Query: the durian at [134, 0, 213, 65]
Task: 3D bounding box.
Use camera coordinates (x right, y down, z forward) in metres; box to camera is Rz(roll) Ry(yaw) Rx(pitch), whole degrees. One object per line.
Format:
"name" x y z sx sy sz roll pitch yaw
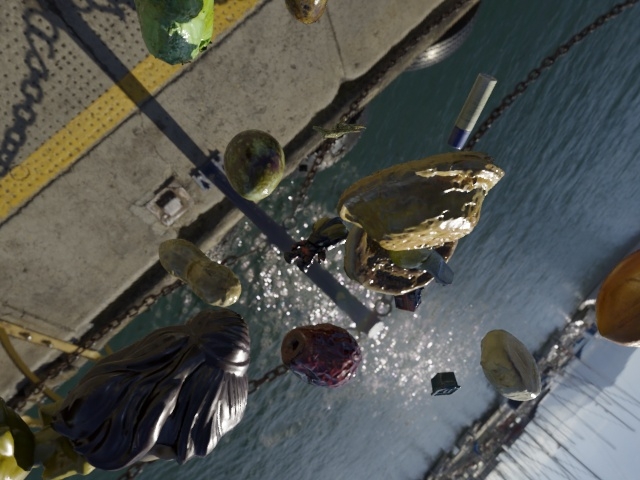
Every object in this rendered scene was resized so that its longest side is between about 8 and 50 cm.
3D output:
"durian" -0.366 -0.596 1.104 0.204 0.256 0.340 -2 157 -23

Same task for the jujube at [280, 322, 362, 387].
"jujube" 0.008 0.343 1.306 0.197 0.197 0.290 -52 136 6

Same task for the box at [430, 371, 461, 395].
"box" 0.384 0.445 1.342 0.074 0.054 0.099 -1 148 -5

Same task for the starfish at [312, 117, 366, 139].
"starfish" 0.071 -0.447 1.735 0.217 0.223 0.050 -59 151 -42

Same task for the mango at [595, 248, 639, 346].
"mango" 0.682 0.112 0.888 0.256 0.188 0.138 -26 176 7

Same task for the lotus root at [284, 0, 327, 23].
"lotus root" -0.031 -0.583 0.983 0.120 0.120 0.209 -38 169 -15

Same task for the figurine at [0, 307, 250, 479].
"figurine" -0.202 0.143 0.321 0.315 0.187 0.168 -1 96 -38

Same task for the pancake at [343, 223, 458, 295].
"pancake" 0.228 0.010 1.186 0.355 0.065 0.357 -8 119 -15

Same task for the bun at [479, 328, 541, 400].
"bun" 0.555 0.374 1.302 0.134 0.221 0.220 -39 155 32

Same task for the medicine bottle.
"medicine bottle" 0.475 -0.406 1.369 0.059 0.059 0.231 -18 141 -39

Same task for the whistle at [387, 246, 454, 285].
"whistle" 0.253 0.041 1.108 0.223 0.123 0.123 39 92 -17

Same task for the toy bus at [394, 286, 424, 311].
"toy bus" 0.273 0.119 1.392 0.073 0.096 0.235 -41 124 -47

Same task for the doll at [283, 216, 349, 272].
"doll" 0.001 -0.001 1.346 0.248 0.127 0.088 -36 169 -29

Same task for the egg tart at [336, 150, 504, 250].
"egg tart" 0.190 -0.058 0.821 0.318 0.128 0.319 -10 166 -2

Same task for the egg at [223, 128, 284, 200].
"egg" -0.259 -0.291 1.677 0.238 0.237 0.290 60 30 -56

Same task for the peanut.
"peanut" -0.286 0.074 1.019 0.098 0.229 0.103 -44 158 -42
